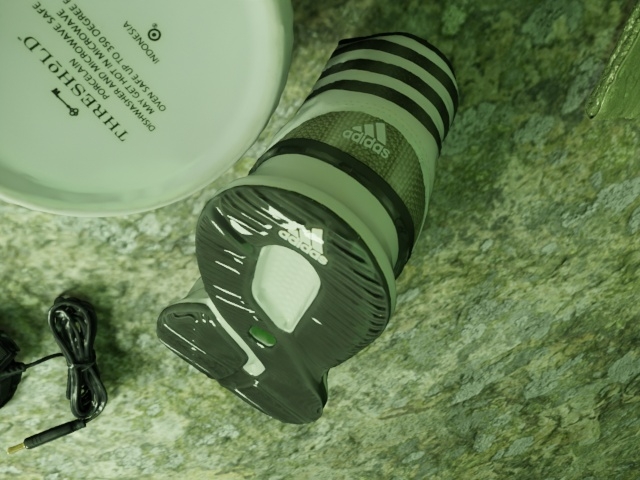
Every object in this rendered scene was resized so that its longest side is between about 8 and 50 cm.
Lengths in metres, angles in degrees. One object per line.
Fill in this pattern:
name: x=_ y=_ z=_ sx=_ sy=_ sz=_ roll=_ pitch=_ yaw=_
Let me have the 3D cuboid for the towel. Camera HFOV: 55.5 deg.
towel: x=0.351 y=-0.197 z=0.650 sx=0.109 sy=0.027 sz=0.148 roll=-7 pitch=131 yaw=-23

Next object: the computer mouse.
computer mouse: x=-0.341 y=0.151 z=0.589 sx=0.261 sy=0.060 sz=0.184 roll=-21 pitch=133 yaw=-26

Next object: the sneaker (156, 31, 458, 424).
sneaker: x=0.001 y=0.000 z=0.547 sx=0.258 sy=0.169 sz=0.447 roll=-56 pitch=-178 yaw=-30

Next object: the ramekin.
ramekin: x=-0.140 y=-0.136 z=0.379 sx=0.272 sy=0.127 sz=0.273 roll=-15 pitch=134 yaw=-16
